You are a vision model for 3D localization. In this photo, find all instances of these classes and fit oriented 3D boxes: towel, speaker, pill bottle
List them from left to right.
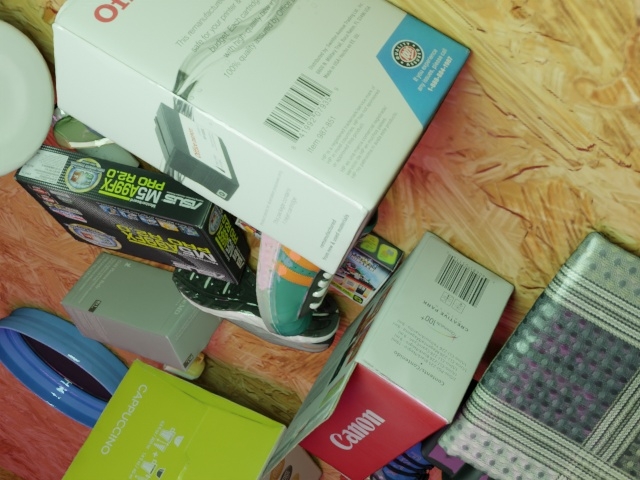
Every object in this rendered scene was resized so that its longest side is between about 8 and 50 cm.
[{"bbox_3d":[-0.527,-0.195,1.157,0.361,0.204,0.204,13,143,44],"label":"pill bottle"},{"bbox_3d":[-0.315,-0.139,1.204,0.055,0.055,0.136,-12,127,48],"label":"speaker"},{"bbox_3d":[0.343,0.188,0.943,0.324,0.056,0.312,31,109,3],"label":"towel"}]

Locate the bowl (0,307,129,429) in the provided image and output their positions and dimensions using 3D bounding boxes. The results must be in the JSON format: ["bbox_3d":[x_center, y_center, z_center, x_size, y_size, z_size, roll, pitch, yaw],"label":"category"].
[{"bbox_3d":[-0.566,0.295,1.969,0.391,0.077,0.391,22,146,16],"label":"bowl"}]

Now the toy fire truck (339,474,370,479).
[{"bbox_3d":[0.138,0.488,1.644,0.192,0.047,0.135,15,142,25],"label":"toy fire truck"}]

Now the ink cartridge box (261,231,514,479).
[{"bbox_3d":[0.074,0.184,1.093,0.130,0.272,0.309,33,148,1],"label":"ink cartridge box"}]

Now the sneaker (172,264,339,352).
[{"bbox_3d":[-0.100,0.098,1.295,0.271,0.100,0.108,23,151,16],"label":"sneaker"}]

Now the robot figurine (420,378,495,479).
[{"bbox_3d":[0.265,0.291,1.114,0.278,0.209,0.173,31,154,-5],"label":"robot figurine"}]

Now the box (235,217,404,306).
[{"bbox_3d":[-0.005,-0.004,1.131,0.207,0.036,0.114,33,147,1],"label":"box"}]

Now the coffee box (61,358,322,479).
[{"bbox_3d":[-0.246,0.478,1.642,0.338,0.337,0.334,20,157,22],"label":"coffee box"}]

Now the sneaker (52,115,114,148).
[{"bbox_3d":[-0.262,-0.168,1.103,0.192,0.064,0.086,2,126,21],"label":"sneaker"}]

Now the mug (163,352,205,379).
[{"bbox_3d":[-0.248,0.228,1.622,0.064,0.062,0.078,33,171,-14],"label":"mug"}]

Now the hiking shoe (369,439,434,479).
[{"bbox_3d":[0.148,0.334,1.371,0.132,0.113,0.304,16,144,26],"label":"hiking shoe"}]

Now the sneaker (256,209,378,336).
[{"bbox_3d":[0.000,0.000,1.020,0.121,0.108,0.302,14,125,11],"label":"sneaker"}]

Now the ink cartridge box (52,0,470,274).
[{"bbox_3d":[-0.053,-0.150,0.809,0.307,0.223,0.129,31,148,3],"label":"ink cartridge box"}]

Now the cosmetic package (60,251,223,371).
[{"bbox_3d":[-0.295,0.116,1.457,0.238,0.127,0.107,10,140,29],"label":"cosmetic package"}]

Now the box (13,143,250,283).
[{"bbox_3d":[-0.248,-0.033,1.195,0.270,0.060,0.216,15,160,12],"label":"box"}]
